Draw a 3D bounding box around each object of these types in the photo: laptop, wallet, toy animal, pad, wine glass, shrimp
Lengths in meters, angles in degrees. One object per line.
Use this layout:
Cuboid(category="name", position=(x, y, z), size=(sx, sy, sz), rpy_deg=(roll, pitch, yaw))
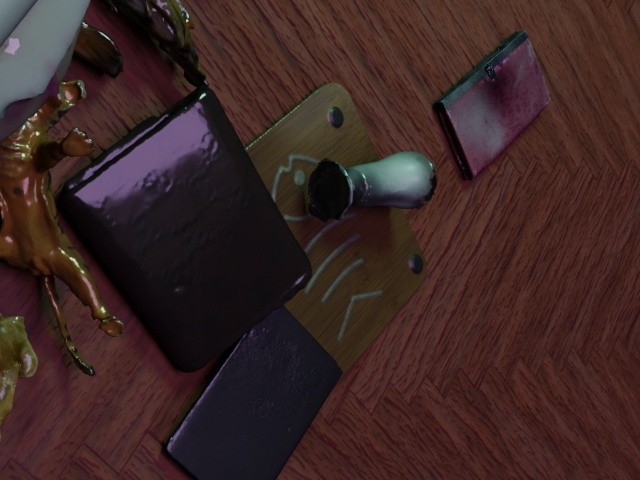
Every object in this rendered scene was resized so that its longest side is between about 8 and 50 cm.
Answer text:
Cuboid(category="laptop", position=(-0.065, 0.170, 1.037), size=(0.135, 0.016, 0.197), rpy_deg=(51, 60, -28))
Cuboid(category="wallet", position=(0.239, -0.187, 1.389), size=(0.232, 0.025, 0.119), rpy_deg=(-43, 117, -38))
Cuboid(category="toy animal", position=(-0.234, 0.001, 0.848), size=(0.114, 0.116, 0.255), rpy_deg=(-9, 113, -14))
Cuboid(category="pad", position=(0.000, 0.000, 1.133), size=(0.286, 0.018, 0.284), rpy_deg=(-45, 118, -40))
Cuboid(category="wine glass", position=(0.058, -0.061, 1.139), size=(0.155, 0.072, 0.072), rpy_deg=(-10, 94, -46))
Cuboid(category="wallet", position=(-0.119, -0.006, 0.969), size=(0.182, 0.049, 0.229), rpy_deg=(-41, 116, -22))
Cuboid(category="shrimp", position=(-0.193, -0.219, 0.919), size=(0.145, 0.059, 0.254), rpy_deg=(-47, 119, -34))

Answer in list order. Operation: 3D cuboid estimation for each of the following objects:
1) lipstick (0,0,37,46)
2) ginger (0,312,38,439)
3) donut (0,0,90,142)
Cuboid(category="lipstick", position=(-0.230, -0.152, 0.673), size=(0.059, 0.059, 0.264), rpy_deg=(47, 57, -33))
Cuboid(category="ginger", position=(-0.306, 0.075, 0.785), size=(0.176, 0.053, 0.193), rpy_deg=(-11, 98, -48))
Cuboid(category="donut", position=(-0.336, -0.220, 0.709), size=(0.383, 0.142, 0.382), rpy_deg=(4, 84, -45))
